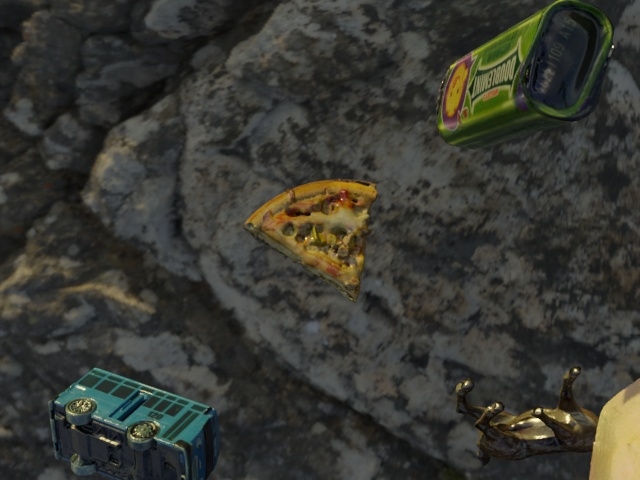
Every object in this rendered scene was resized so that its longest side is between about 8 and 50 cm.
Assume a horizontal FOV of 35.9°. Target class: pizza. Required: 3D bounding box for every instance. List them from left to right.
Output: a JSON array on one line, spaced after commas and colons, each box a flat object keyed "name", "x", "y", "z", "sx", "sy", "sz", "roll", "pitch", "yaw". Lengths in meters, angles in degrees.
[{"name": "pizza", "x": 0.000, "y": 0.000, "z": 1.247, "sx": 0.184, "sy": 0.176, "sz": 0.036, "roll": -7, "pitch": 150, "yaw": -14}]

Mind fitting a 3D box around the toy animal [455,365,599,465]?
[{"name": "toy animal", "x": 0.303, "y": 0.242, "z": 1.212, "sx": 0.243, "sy": 0.087, "sz": 0.260, "roll": 1, "pitch": 145, "yaw": 34}]

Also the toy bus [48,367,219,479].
[{"name": "toy bus", "x": -0.203, "y": 0.217, "z": 1.109, "sx": 0.184, "sy": 0.106, "sz": 0.090, "roll": 14, "pitch": 118, "yaw": 23}]

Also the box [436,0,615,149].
[{"name": "box", "x": 0.236, "y": -0.193, "z": 1.218, "sx": 0.097, "sy": 0.345, "sz": 0.134, "roll": 14, "pitch": 88, "yaw": -10}]

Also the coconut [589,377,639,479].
[{"name": "coconut", "x": 0.396, "y": 0.245, "z": 1.013, "sx": 0.245, "sy": 0.233, "sz": 0.233, "roll": 23, "pitch": 118, "yaw": -29}]
